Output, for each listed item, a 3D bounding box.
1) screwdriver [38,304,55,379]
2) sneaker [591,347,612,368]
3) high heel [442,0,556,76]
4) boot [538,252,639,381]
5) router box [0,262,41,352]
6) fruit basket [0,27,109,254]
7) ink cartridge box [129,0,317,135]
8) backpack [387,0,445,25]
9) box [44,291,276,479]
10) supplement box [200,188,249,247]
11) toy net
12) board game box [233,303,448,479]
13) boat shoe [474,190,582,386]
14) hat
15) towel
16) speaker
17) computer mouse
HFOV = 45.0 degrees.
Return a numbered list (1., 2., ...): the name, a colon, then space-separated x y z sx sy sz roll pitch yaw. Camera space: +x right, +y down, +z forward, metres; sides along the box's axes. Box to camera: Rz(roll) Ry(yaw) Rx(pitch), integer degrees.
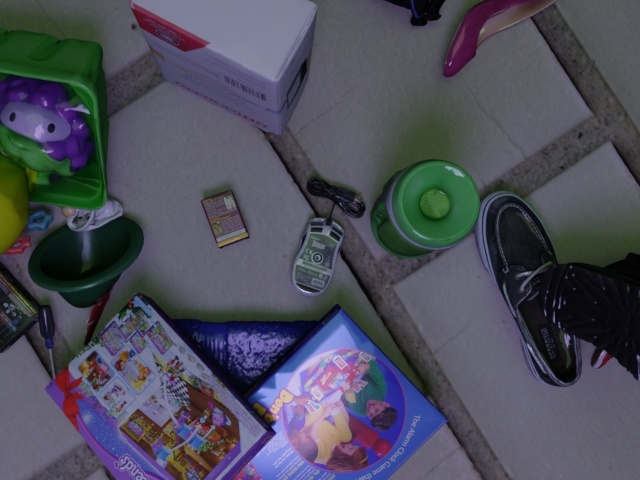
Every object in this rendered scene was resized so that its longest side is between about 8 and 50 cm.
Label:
1. screwdriver: -0.427 0.185 1.229 0.024 0.025 0.170 -16 103 -45
2. sneaker: 0.501 0.174 1.274 0.067 0.042 0.118 35 83 4
3. high heel: 0.300 -0.353 1.284 0.117 0.082 0.244 31 72 10
4. boot: 0.514 0.107 1.088 0.260 0.348 0.131 -1 114 -32
5. router box: -0.517 0.105 1.239 0.092 0.038 0.122 -43 89 -4
6. fruit basket: -0.500 -0.127 1.113 0.392 0.283 0.392 5 46 -5
7. ink cartridge box: -0.133 -0.290 1.148 0.226 0.306 0.131 27 85 0
8. backpack: 0.160 -0.527 1.217 0.213 0.276 0.263 37 82 14
9. box: -0.234 0.245 1.113 0.201 0.057 0.293 -46 69 -3
10. supplement box: -0.155 -0.035 1.261 0.055 0.043 0.083 -20 88 -3
11. toy net: -0.435 -0.040 1.223 0.232 0.045 0.122 -3 51 0
12. board game box: -0.017 0.300 1.162 0.347 0.078 0.233 -43 93 -2
13. boat shoe: 0.350 0.073 1.236 0.121 0.119 0.335 -22 87 -4
14. hat: -0.364 0.088 1.250 0.208 0.183 0.173 -35 47 -28
15. towel: -0.148 0.236 1.233 0.308 0.076 0.228 0 93 -3
16. speaker: 0.147 -0.040 1.146 0.131 0.296 0.131 0 86 -3
17. computer mouse: 0.000 0.000 1.268 0.106 0.042 0.193 21 80 -5
